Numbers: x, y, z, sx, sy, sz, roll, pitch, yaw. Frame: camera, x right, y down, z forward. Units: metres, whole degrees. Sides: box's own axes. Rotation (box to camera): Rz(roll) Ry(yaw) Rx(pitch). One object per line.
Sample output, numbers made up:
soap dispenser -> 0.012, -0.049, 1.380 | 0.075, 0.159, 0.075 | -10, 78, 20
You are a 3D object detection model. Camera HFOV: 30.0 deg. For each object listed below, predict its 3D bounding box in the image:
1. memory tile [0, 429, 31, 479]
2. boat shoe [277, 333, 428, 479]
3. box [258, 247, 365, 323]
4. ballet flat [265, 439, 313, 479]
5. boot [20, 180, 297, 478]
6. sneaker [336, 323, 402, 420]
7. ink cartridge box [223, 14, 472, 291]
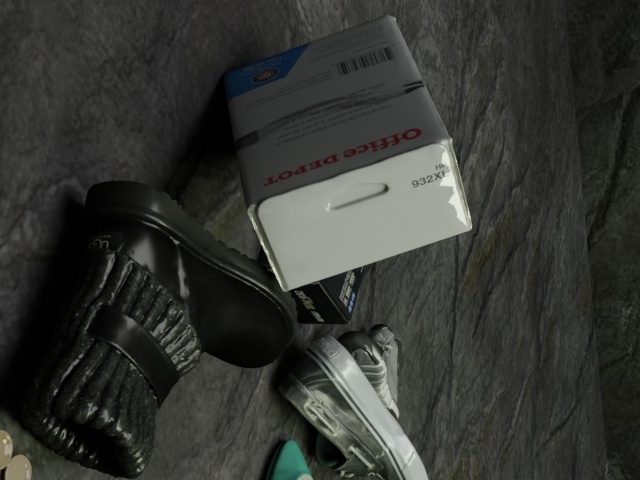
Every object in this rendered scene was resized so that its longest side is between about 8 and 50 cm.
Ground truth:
memory tile -> -0.313, 0.204, 1.049 | 0.148, 0.012, 0.113 | 63, 36, -39
boat shoe -> 0.040, 0.266, 1.656 | 0.119, 0.121, 0.335 | -38, 124, -7
box -> 0.000, 0.000, 1.608 | 0.147, 0.077, 0.180 | 57, 41, -46
ballet flat -> -0.037, 0.368, 1.507 | 0.083, 0.087, 0.247 | 59, 39, -44
boot -> -0.156, 0.127, 1.229 | 0.348, 0.131, 0.260 | 40, 48, -46
sneaker -> 0.069, 0.164, 1.752 | 0.229, 0.086, 0.132 | 71, 25, -51
ink cartridge box -> 0.023, -0.108, 1.369 | 0.307, 0.223, 0.129 | -104, 175, -54
